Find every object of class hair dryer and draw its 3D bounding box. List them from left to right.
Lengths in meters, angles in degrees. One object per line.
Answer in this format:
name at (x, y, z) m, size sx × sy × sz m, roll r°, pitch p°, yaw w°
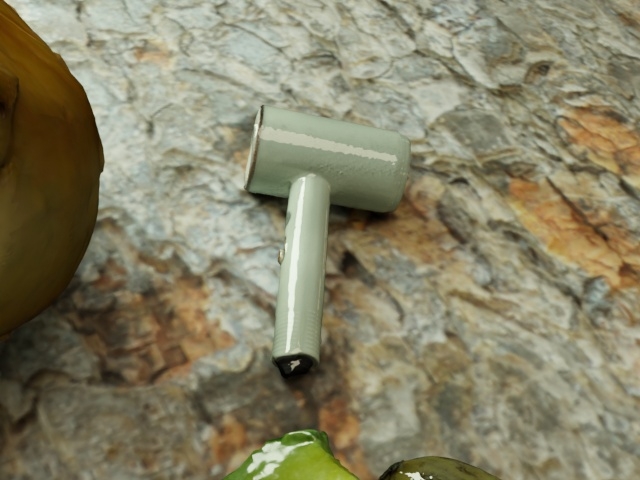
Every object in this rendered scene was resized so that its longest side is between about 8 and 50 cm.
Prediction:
hair dryer at (0.000, 0.000, 0.711) m, size 0.131 × 0.073 × 0.236 m, roll 10°, pitch 52°, yaw -6°

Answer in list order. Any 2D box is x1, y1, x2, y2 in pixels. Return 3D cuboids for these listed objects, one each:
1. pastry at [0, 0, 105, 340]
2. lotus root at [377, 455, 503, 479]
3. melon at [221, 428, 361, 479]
pastry at (-0.321, -0.078, 0.522) m, size 0.409 × 0.245 × 0.409 m, roll 38°, pitch 9°, yaw -7°
lotus root at (0.110, 0.197, 0.561) m, size 0.179 × 0.089 × 0.080 m, roll 40°, pitch 17°, yaw 23°
melon at (-0.042, 0.279, 0.382) m, size 0.343 × 0.226 × 0.331 m, roll -29°, pitch 72°, yaw -18°
